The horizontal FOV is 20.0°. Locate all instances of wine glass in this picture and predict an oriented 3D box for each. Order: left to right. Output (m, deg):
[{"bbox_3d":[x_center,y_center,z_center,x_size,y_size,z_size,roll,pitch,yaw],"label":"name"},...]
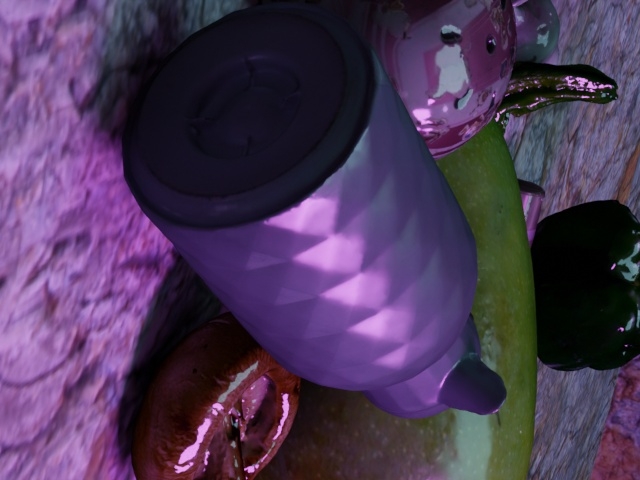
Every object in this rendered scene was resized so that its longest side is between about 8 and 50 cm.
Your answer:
[{"bbox_3d":[0.163,-0.194,1.552,0.195,0.079,0.079,54,56,-69],"label":"wine glass"}]

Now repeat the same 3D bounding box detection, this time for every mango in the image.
[{"bbox_3d":[0.053,0.070,1.251,0.225,0.201,0.382,-4,103,-54],"label":"mango"}]

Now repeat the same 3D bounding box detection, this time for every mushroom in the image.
[{"bbox_3d":[-0.070,0.121,1.114,0.135,0.080,0.171,32,76,-61],"label":"mushroom"}]

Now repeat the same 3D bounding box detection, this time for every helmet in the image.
[{"bbox_3d":[0.059,-0.116,1.099,0.177,0.107,0.153,-28,115,-28],"label":"helmet"}]

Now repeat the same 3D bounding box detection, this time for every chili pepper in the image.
[{"bbox_3d":[0.165,-0.109,1.570,0.182,0.073,0.050,-32,174,22],"label":"chili pepper"},{"bbox_3d":[0.284,0.052,1.940,0.261,0.165,0.174,157,-68,-67],"label":"chili pepper"}]

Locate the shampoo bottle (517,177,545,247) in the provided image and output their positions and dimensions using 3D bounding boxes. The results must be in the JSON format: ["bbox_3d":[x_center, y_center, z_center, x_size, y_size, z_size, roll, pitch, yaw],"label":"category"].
[{"bbox_3d":[0.180,0.049,1.904,0.086,0.055,0.227,-49,154,-78],"label":"shampoo bottle"}]

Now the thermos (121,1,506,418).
[{"bbox_3d":[0.000,0.000,1.029,0.145,0.182,0.286,-50,143,-13],"label":"thermos"}]
